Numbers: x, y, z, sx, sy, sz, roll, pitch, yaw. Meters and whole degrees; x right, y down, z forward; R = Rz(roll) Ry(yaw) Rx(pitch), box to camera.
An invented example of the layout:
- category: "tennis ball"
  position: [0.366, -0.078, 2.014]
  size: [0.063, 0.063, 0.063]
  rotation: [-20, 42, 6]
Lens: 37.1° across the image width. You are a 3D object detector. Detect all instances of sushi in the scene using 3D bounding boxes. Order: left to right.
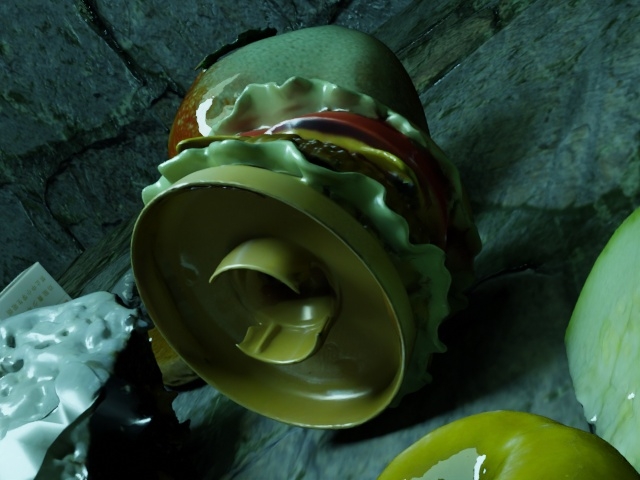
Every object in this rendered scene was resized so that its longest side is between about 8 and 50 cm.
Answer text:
- category: "sushi"
  position: [-0.227, 0.211, 0.882]
  size: [0.235, 0.207, 0.348]
  rotation: [-8, 37, 15]

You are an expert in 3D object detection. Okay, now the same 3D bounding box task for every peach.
- category: "peach"
  position: [0.079, 0.159, 0.456]
  size: [0.179, 0.103, 0.179]
  rotation: [-43, 13, 13]

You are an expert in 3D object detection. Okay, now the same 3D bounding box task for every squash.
- category: "squash"
  position: [0.255, 0.044, 0.538]
  size: [0.237, 0.155, 0.204]
  rotation: [-87, 13, -68]

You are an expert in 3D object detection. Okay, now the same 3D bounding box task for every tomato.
- category: "tomato"
  position: [-0.023, -0.105, 1.071]
  size: [0.303, 0.304, 0.239]
  rotation: [-48, -27, -29]

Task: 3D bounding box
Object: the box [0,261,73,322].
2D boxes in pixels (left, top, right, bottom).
- category: "box"
  position: [-0.449, 0.154, 1.567]
  size: [0.058, 0.201, 0.141]
  rotation: [-29, 19, 36]

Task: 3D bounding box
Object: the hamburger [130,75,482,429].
- category: "hamburger"
  position: [0.000, 0.000, 0.794]
  size: [0.274, 0.274, 0.212]
  rotation: [-27, 18, 41]

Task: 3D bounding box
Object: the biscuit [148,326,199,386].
- category: "biscuit"
  position: [-0.084, 0.052, 1.254]
  size: [0.367, 0.063, 0.314]
  rotation: [-46, 20, -20]

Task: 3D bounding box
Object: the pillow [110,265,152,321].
- category: "pillow"
  position: [-0.252, 0.060, 1.500]
  size: [0.228, 0.101, 0.326]
  rotation: [-49, 7, 43]
